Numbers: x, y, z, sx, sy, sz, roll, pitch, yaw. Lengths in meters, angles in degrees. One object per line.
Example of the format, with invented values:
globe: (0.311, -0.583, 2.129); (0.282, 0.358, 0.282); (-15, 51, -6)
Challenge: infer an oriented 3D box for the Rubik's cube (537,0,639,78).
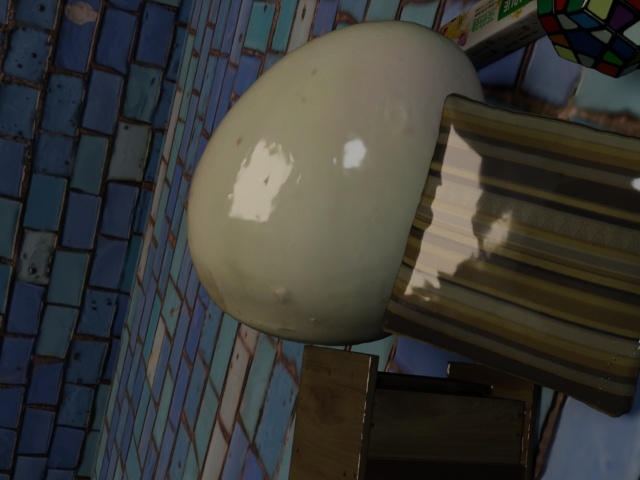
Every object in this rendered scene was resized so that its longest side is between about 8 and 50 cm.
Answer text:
Rubik's cube: (0.228, -0.190, 0.585); (0.112, 0.133, 0.133); (-56, 23, -5)

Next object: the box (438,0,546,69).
box: (0.186, -0.222, 0.782); (0.207, 0.041, 0.049); (-15, 65, 64)

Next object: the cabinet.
cabinet: (0.075, 0.211, 0.700); (0.148, 0.175, 0.215); (175, 103, -66)

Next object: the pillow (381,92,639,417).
pillow: (0.167, 0.005, 0.611); (0.208, 0.052, 0.212); (19, 100, 27)

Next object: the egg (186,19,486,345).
egg: (0.026, -0.055, 0.782); (0.345, 0.283, 0.283); (-60, 29, 17)
